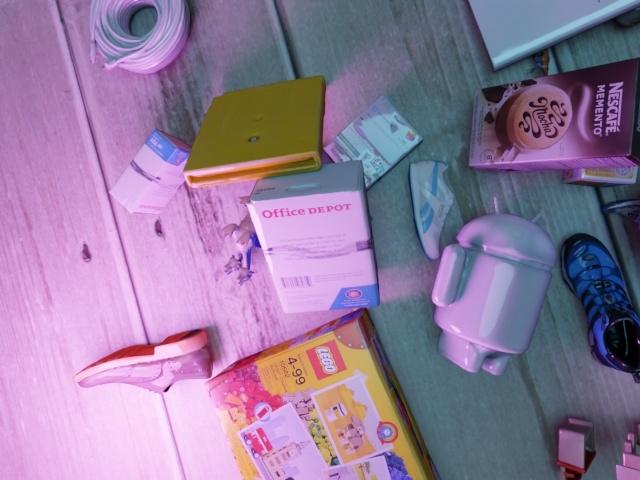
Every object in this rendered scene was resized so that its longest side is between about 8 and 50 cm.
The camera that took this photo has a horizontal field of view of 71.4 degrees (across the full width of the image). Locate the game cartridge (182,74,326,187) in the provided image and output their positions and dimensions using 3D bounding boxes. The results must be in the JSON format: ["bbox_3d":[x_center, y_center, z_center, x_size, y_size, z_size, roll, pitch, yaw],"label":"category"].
[{"bbox_3d":[-0.131,-0.252,0.991,0.285,0.324,0.053,-6,134,10],"label":"game cartridge"}]

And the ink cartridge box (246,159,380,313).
[{"bbox_3d":[0.000,0.000,0.953,0.223,0.129,0.308,-5,127,10],"label":"ink cartridge box"}]

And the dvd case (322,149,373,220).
[{"bbox_3d":[-0.002,-0.093,1.085,0.164,0.018,0.221,-36,85,8],"label":"dvd case"}]

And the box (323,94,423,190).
[{"bbox_3d":[0.123,-0.225,1.052,0.186,0.038,0.145,-42,84,9],"label":"box"}]

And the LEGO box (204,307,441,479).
[{"bbox_3d":[0.026,0.459,0.998,0.372,0.193,0.501,-24,87,9],"label":"LEGO box"}]

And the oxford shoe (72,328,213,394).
[{"bbox_3d":[-0.446,0.332,1.115,0.363,0.130,0.133,-15,94,10],"label":"oxford shoe"}]

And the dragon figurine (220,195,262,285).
[{"bbox_3d":[-0.158,-0.035,1.078,0.085,0.144,0.289,23,75,11],"label":"dragon figurine"}]

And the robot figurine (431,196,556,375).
[{"bbox_3d":[0.361,0.095,0.932,0.299,0.199,0.354,15,94,-31],"label":"robot figurine"}]

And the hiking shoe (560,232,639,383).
[{"bbox_3d":[0.603,0.127,0.926,0.113,0.132,0.304,-20,87,9],"label":"hiking shoe"}]

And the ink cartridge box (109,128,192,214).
[{"bbox_3d":[-0.398,-0.162,1.090,0.082,0.139,0.191,42,97,6],"label":"ink cartridge box"}]

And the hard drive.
[{"bbox_3d":[0.493,-0.528,0.941,0.318,0.040,0.210,-20,84,21],"label":"hard drive"}]

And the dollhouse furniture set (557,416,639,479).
[{"bbox_3d":[0.624,0.457,0.882,0.259,0.262,0.135,-2,93,43],"label":"dollhouse furniture set"}]

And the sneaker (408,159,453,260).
[{"bbox_3d":[0.255,-0.069,1.008,0.092,0.087,0.229,-7,91,8],"label":"sneaker"}]

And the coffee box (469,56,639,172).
[{"bbox_3d":[0.461,-0.229,0.877,0.297,0.118,0.168,5,91,48],"label":"coffee box"}]

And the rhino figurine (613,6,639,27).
[{"bbox_3d":[0.646,-0.566,0.942,0.106,0.073,0.243,-20,86,7],"label":"rhino figurine"}]

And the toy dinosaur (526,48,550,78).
[{"bbox_3d":[0.482,-0.386,0.972,0.047,0.090,0.082,3,47,0],"label":"toy dinosaur"}]

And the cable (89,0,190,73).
[{"bbox_3d":[-0.453,-0.555,1.123,0.257,0.089,0.257,-3,89,9],"label":"cable"}]

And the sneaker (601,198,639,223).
[{"bbox_3d":[0.680,-0.061,0.953,0.135,0.052,0.058,-5,94,10],"label":"sneaker"}]

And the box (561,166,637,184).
[{"bbox_3d":[0.591,-0.218,0.933,0.103,0.114,0.203,6,92,9],"label":"box"}]
